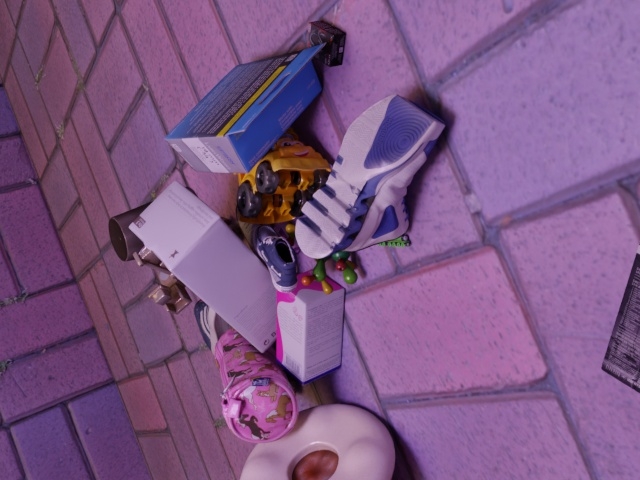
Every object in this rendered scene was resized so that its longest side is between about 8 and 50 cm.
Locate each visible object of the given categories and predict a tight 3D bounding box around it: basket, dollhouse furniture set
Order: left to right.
[{"bbox_3d":[-0.464,-0.034,1.977,0.154,0.227,0.204,47,139,32],"label":"basket"},{"bbox_3d":[-0.398,0.001,1.774,0.303,0.355,0.173,-41,60,8],"label":"dollhouse furniture set"}]

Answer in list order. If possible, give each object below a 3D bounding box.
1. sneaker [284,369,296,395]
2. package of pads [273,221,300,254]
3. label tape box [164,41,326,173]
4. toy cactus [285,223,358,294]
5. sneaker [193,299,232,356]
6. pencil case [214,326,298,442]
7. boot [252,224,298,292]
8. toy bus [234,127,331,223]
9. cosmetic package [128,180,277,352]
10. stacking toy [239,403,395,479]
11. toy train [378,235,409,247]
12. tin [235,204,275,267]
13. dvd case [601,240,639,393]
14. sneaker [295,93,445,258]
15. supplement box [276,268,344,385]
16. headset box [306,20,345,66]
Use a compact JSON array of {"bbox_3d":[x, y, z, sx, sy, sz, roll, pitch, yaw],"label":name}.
[{"bbox_3d":[-0.106,0.363,1.836,0.158,0.061,0.064,10,88,52],"label":"sneaker"},{"bbox_3d":[-0.076,-0.007,1.608,0.083,0.032,0.050,57,146,20],"label":"package of pads"},{"bbox_3d":[-0.126,-0.245,1.353,0.334,0.240,0.106,9,145,54],"label":"label tape box"},{"bbox_3d":[0.000,0.000,1.456,0.219,0.112,0.180,46,130,46],"label":"toy cactus"},{"bbox_3d":[-0.280,0.178,1.898,0.148,0.131,0.349,45,142,29],"label":"sneaker"},{"bbox_3d":[-0.163,0.329,1.673,0.167,0.160,0.386,63,175,-16],"label":"pencil case"},{"bbox_3d":[-0.090,0.013,1.462,0.086,0.069,0.190,99,150,-44],"label":"boot"},{"bbox_3d":[-0.093,-0.165,1.475,0.220,0.150,0.211,-46,52,52],"label":"toy bus"},{"bbox_3d":[-0.225,0.065,1.577,0.217,0.156,0.385,36,168,42],"label":"cosmetic package"},{"bbox_3d":[0.059,0.640,1.580,0.351,0.351,0.479,18,140,51],"label":"stacking toy"},{"bbox_3d":[0.137,0.001,1.319,0.083,0.017,0.023,1,97,55],"label":"toy train"},{"bbox_3d":[-0.148,-0.022,1.703,0.189,0.040,0.106,61,141,15],"label":"tin"},{"bbox_3d":[0.463,0.123,0.909,0.165,0.018,0.221,35,134,43],"label":"dvd case"},{"bbox_3d":[0.102,-0.097,1.227,0.127,0.182,0.315,47,111,28],"label":"sneaker"},{"bbox_3d":[-0.025,0.191,1.563,0.111,0.114,0.219,35,134,43],"label":"supplement box"},{"bbox_3d":[0.007,-0.368,1.306,0.083,0.032,0.062,40,136,36],"label":"headset box"}]
